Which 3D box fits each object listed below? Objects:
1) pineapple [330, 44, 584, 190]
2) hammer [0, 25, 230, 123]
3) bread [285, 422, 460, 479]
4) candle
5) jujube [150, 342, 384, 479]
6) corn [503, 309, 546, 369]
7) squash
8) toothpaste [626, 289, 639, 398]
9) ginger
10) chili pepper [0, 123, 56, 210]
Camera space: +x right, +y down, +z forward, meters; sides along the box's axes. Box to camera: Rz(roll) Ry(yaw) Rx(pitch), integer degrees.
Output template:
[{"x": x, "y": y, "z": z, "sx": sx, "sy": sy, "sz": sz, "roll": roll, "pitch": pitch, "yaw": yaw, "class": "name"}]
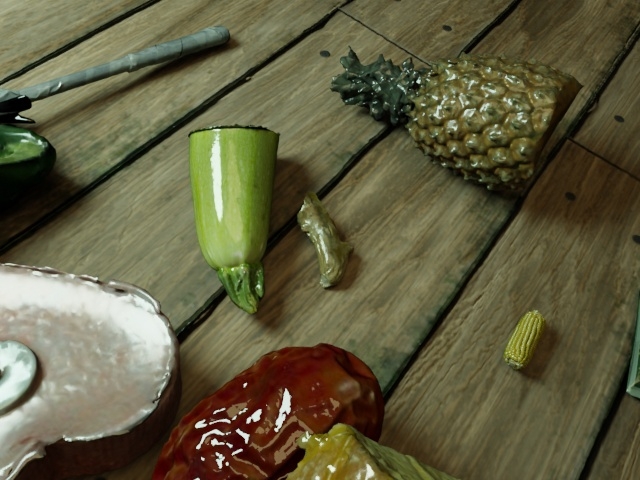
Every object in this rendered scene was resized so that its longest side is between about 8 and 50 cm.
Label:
[{"x": 0.191, "y": -0.218, "z": 0.834, "sx": 0.362, "sy": 0.202, "sz": 0.202, "roll": 25, "pitch": 58, "yaw": 14, "class": "pineapple"}, {"x": -0.328, "y": -0.278, "z": 0.845, "sx": 0.152, "sy": 0.044, "sz": 0.427, "roll": 25, "pitch": 47, "yaw": 38, "class": "hammer"}, {"x": 0.055, "y": 0.324, "z": 0.355, "sx": 0.207, "sy": 0.279, "sz": 0.279, "roll": 38, "pitch": 84, "yaw": -27, "class": "bread"}, {"x": -0.325, "y": 0.152, "z": 0.557, "sx": 0.317, "sy": 0.131, "sz": 0.287, "roll": -29, "pitch": 61, "yaw": -34, "class": "candle"}, {"x": -0.048, "y": 0.212, "z": 0.536, "sx": 0.250, "sy": 0.174, "sz": 0.174, "roll": -31, "pitch": 69, "yaw": -25, "class": "jujube"}, {"x": 0.276, "y": 0.134, "z": 0.719, "sx": 0.037, "sy": 0.037, "sz": 0.092, "roll": 35, "pitch": 61, "yaw": 12, "class": "corn"}, {"x": -0.122, "y": -0.046, "z": 0.709, "sx": 0.137, "sy": 0.137, "sz": 0.287, "roll": 4, "pitch": 61, "yaw": -8, "class": "squash"}, {"x": 0.468, "y": 0.133, "z": 0.758, "sx": 0.049, "sy": 0.031, "sz": 0.204, "roll": 22, "pitch": 60, "yaw": 6, "class": "toothpaste"}, {"x": 0.005, "y": -0.002, "z": 0.754, "sx": 0.057, "sy": 0.044, "sz": 0.137, "roll": -1, "pitch": 61, "yaw": -45, "class": "ginger"}, {"x": -0.458, "y": -0.059, "z": 0.653, "sx": 0.148, "sy": 0.116, "sz": 0.264, "roll": 14, "pitch": 30, "yaw": 28, "class": "chili pepper"}]
